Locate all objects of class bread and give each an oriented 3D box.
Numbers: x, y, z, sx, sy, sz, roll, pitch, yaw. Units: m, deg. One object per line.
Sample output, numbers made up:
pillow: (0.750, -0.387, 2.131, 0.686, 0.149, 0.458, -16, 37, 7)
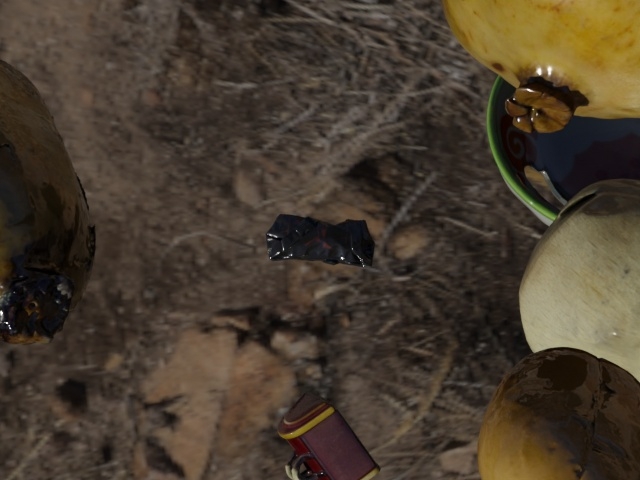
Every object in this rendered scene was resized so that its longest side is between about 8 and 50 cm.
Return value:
bread: (0.156, 0.118, 0.867, 0.114, 0.189, 0.077, 10, 117, 10)

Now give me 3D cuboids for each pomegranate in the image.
pomegranate: (0.230, -0.243, 1.137, 0.307, 0.307, 0.307, 0, 90, 26)

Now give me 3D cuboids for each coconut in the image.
coconut: (0.289, 0.046, 1.340, 0.224, 0.224, 0.224, 0, 90, 26)

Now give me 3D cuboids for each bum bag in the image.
bum bag: (0.000, 0.000, 1.596, 0.124, 0.034, 0.058, 7, 81, -8)

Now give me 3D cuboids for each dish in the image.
dish: (0.367, -0.117, 1.746, 0.324, 0.124, 0.324, -3, 62, 5)

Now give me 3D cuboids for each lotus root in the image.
lotus root: (-0.247, -0.030, 1.031, 0.284, 0.160, 0.146, 55, 128, 40)

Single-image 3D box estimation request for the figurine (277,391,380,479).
figurine: (0.005, 0.280, 1.806, 0.154, 0.098, 0.082, 58, 160, -20)
